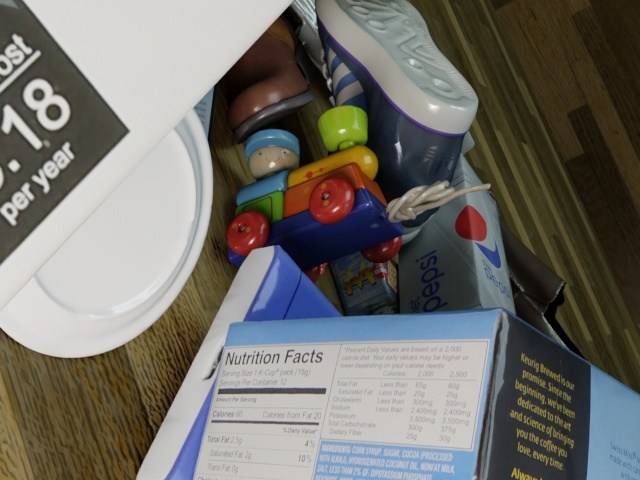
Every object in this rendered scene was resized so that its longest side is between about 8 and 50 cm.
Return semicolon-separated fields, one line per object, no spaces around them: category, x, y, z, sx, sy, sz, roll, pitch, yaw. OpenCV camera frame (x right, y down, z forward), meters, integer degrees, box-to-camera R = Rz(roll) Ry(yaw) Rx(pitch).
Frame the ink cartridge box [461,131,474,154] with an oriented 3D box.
ink cartridge box;0.060;-0.315;1.466;0.385;0.091;0.308;59;5;38

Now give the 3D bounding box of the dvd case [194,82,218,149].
dvd case;-0.131;-0.115;0.758;0.180;0.022;0.253;2;95;-66

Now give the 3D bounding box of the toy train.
toy train;0.032;-0.061;0.910;0.105;0.248;0.143;37;40;-48

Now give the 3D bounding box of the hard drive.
hard drive;0.011;0.186;0.799;0.318;0.040;0.210;49;48;-32

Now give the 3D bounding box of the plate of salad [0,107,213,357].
plate of salad;-0.149;-0.022;0.666;0.200;0.048;0.200;-20;117;-46

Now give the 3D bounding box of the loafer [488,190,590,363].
loafer;0.316;0.077;1.561;0.134;0.130;0.366;0;66;-66

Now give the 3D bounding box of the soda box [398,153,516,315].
soda box;0.148;0.027;1.132;0.091;0.098;0.286;50;25;-28

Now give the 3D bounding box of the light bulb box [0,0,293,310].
light bulb box;-0.207;-0.173;0.348;0.358;0.225;0.361;-52;121;-23

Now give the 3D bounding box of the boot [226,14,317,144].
boot;-0.107;-0.252;1.031;0.280;0.096;0.264;56;24;-16

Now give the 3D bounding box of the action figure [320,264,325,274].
action figure;0.000;0.000;1.084;0.038;0.030;0.115;56;25;-31

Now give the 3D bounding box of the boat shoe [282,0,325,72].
boat shoe;-0.022;-0.271;1.293;0.063;0.066;0.184;-46;118;-33

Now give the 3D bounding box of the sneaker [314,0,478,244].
sneaker;0.045;-0.137;1.162;0.130;0.236;0.323;2;39;-29

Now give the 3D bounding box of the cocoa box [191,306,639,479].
cocoa box;0.105;0.207;0.687;0.347;0.231;0.228;30;63;-41

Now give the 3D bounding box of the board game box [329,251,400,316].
board game box;0.084;0.105;1.113;0.194;0.060;0.194;48;27;-32
